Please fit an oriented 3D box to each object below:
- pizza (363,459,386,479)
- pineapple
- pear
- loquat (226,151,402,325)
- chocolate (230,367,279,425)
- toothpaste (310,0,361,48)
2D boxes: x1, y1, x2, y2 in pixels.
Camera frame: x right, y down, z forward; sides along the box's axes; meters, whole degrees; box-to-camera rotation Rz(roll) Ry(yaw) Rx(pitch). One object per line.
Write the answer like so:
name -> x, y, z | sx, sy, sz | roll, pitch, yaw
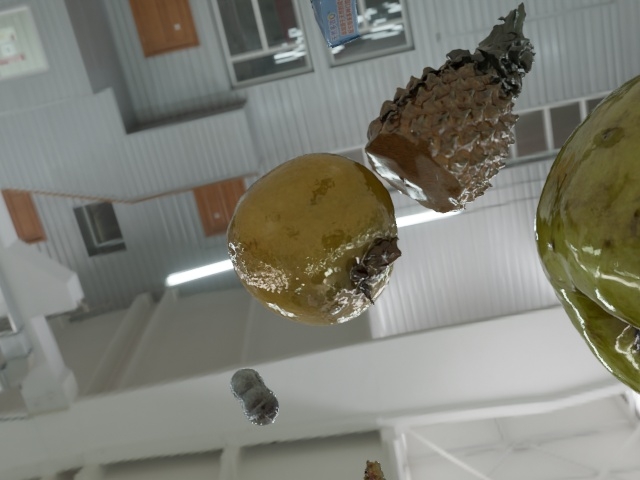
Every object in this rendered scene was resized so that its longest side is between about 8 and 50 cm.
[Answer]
pizza -> 0.119, 0.580, 1.698 | 0.053, 0.193, 0.200 | 3, -121, -7
pineapple -> 0.244, -0.231, 1.253 | 0.223, 0.223, 0.357 | 12, -119, 52
pear -> 0.333, -0.013, 0.612 | 0.304, 0.303, 0.304 | -12, -161, 4
loquat -> 0.000, 0.000, 1.156 | 0.275, 0.274, 0.275 | -12, -161, 4
chocolate -> -0.131, 0.311, 1.505 | 0.072, 0.072, 0.167 | -20, -153, -20
toothpaste -> 0.007, -0.354, 0.921 | 0.053, 0.272, 0.066 | -22, -118, -4
